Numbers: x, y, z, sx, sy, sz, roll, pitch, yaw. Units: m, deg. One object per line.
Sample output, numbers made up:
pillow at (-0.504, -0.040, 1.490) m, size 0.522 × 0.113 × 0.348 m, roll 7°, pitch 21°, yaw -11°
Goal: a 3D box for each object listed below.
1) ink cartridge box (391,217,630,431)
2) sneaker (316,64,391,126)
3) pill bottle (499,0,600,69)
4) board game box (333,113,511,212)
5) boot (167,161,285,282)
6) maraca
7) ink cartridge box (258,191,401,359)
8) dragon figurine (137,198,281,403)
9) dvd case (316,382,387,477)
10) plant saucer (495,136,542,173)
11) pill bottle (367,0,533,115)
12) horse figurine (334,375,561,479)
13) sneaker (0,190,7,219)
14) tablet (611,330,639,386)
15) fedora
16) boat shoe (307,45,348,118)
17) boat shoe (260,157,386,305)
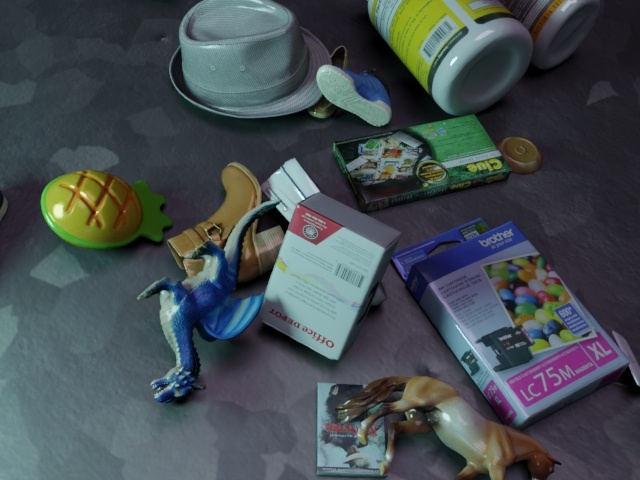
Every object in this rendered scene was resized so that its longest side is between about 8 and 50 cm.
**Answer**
ink cartridge box at (0.253, 0.092, 1.058) m, size 0.186 × 0.065 × 0.311 m, roll -21°, pitch 57°, yaw -22°
sneaker at (0.058, -0.261, 1.271) m, size 0.152 × 0.058 × 0.084 m, roll 28°, pitch 45°, yaw -25°
pill bottle at (0.362, -0.457, 1.417) m, size 0.162 × 0.162 × 0.278 m, roll -31°, pitch 63°, yaw -26°
board game box at (0.164, -0.129, 1.230) m, size 0.260 × 0.030 × 0.136 m, roll -13°, pitch 54°, yaw -16°
boot at (-0.147, -0.023, 1.087) m, size 0.152 × 0.073 × 0.197 m, roll -21°, pitch 56°, yaw -16°
maraca at (-0.298, -0.043, 1.070) m, size 0.186 × 0.099 × 0.127 m, roll 0°, pitch 60°, yaw -39°
ink cartridge box at (0.009, 0.046, 0.984) m, size 0.127 × 0.175 × 0.072 m, roll 27°, pitch 26°, yaw 13°
dragon figurine at (-0.131, 0.079, 0.977) m, size 0.289 × 0.085 × 0.144 m, roll -44°, pitch 99°, yaw -27°
dvd case at (0.038, 0.235, 0.951) m, size 0.087 × 0.013 × 0.119 m, roll 4°, pitch 54°, yaw -4°
plant saucer at (0.333, -0.147, 1.272) m, size 0.083 × 0.015 × 0.083 m, roll 4°, pitch 53°, yaw -5°
pill bottle at (0.202, -0.391, 1.331) m, size 0.188 × 0.188 × 0.334 m, roll -19°, pitch 58°, yaw -20°
horse figurine at (0.150, 0.237, 0.915) m, size 0.263 × 0.066 × 0.174 m, roll 32°, pitch 45°, yaw 18°
sneaker at (-0.501, -0.008, 1.017) m, size 0.090 × 0.095 × 0.235 m, roll 8°, pitch 54°, yaw -3°
tablet at (0.423, 0.164, 1.034) m, size 0.054 × 0.006 × 0.083 m, roll 29°, pitch 36°, yaw -45°
fedora at (-0.122, -0.323, 1.255) m, size 0.275 × 0.124 × 0.244 m, roll 8°, pitch 57°, yaw 11°
boat shoe at (0.015, -0.272, 1.305) m, size 0.056 × 0.048 × 0.153 m, roll 19°, pitch 53°, yaw 7°
boat shoe at (0.000, 0.000, 1.088) m, size 0.084 × 0.095 × 0.258 m, roll -36°, pitch 62°, yaw 4°
